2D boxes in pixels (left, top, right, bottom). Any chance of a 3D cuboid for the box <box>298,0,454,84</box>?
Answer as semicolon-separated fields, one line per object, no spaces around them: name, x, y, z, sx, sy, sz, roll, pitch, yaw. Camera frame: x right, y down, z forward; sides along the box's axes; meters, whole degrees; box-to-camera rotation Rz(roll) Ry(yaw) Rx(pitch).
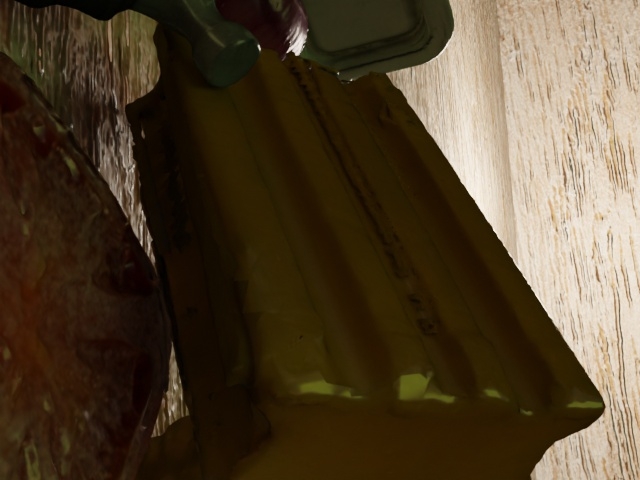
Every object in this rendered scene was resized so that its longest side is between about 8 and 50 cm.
box;0.008;-0.324;0.863;0.182;0.175;0.311;-89;160;-44

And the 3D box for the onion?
onion;-0.062;-0.184;0.732;0.104;0.115;0.115;-50;155;3

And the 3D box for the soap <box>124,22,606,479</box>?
soap;0.000;0.000;0.546;0.096;0.204;0.324;-61;-147;31

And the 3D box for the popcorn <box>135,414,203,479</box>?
popcorn;-0.002;0.195;0.584;0.266;0.233;0.192;47;27;-18

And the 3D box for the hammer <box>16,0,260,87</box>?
hammer;-0.147;-0.143;0.470;0.158;0.041;0.226;47;30;18

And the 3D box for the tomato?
tomato;-0.161;0.034;0.380;0.237;0.095;0.236;-10;90;-68
